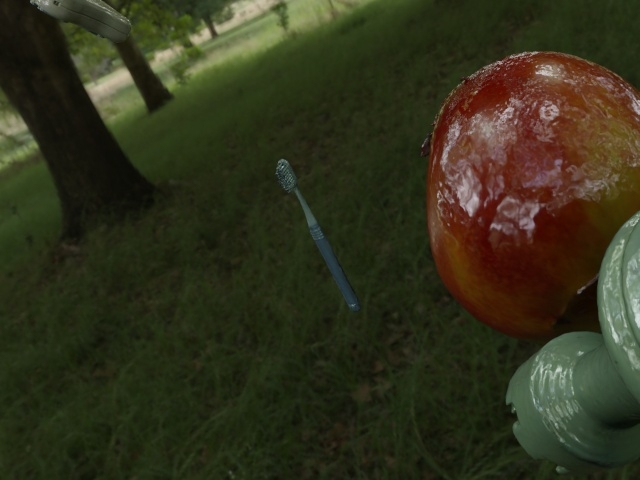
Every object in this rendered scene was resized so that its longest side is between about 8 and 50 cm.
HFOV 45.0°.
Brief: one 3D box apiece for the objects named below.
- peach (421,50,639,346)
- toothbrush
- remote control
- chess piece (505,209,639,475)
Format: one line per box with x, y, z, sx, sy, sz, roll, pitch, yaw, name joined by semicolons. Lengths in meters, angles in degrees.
0.288;-0.055;0.994;0.370;0.370;0.370;-23;17;8;peach
0.000;0.000;0.889;0.016;0.219;0.019;-9;35;28;toothbrush
-0.255;-0.243;0.805;0.032;0.074;0.122;-56;-22;12;remote control
0.257;0.100;0.604;0.194;0.194;0.299;-33;-15;-24;chess piece
